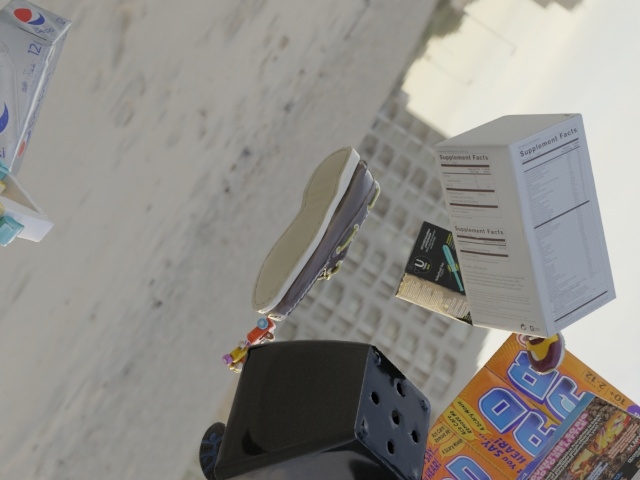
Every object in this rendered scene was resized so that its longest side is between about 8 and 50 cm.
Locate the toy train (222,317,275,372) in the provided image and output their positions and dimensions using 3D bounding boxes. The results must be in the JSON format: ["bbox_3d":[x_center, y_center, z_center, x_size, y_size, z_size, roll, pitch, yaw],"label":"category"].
[{"bbox_3d":[-0.111,0.190,2.062,0.125,0.046,0.166,-40,168,-9],"label":"toy train"}]

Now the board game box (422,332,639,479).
[{"bbox_3d":[0.417,0.464,2.446,0.356,0.356,0.356,-41,164,-38],"label":"board game box"}]

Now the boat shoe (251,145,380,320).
[{"bbox_3d":[0.000,0.000,1.795,0.116,0.097,0.324,-16,-142,46],"label":"boat shoe"}]

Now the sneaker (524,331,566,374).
[{"bbox_3d":[0.344,0.126,1.890,0.069,0.084,0.185,-30,-136,36],"label":"sneaker"}]

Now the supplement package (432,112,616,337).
[{"bbox_3d":[0.254,-0.023,1.447,0.139,0.244,0.134,-23,-163,-33],"label":"supplement package"}]

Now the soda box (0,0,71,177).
[{"bbox_3d":[-0.457,-0.201,1.696,0.098,0.091,0.286,-77,-167,-58],"label":"soda box"}]

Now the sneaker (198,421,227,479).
[{"bbox_3d":[-0.137,0.397,1.974,0.080,0.211,0.081,-44,142,15],"label":"sneaker"}]

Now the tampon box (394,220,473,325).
[{"bbox_3d":[0.236,0.062,2.155,0.101,0.161,0.120,106,7,-59],"label":"tampon box"}]

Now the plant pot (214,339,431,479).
[{"bbox_3d":[0.018,0.220,1.323,0.167,0.187,0.188,-21,-143,33],"label":"plant pot"}]

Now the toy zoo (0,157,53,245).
[{"bbox_3d":[-0.403,-0.095,1.259,0.030,0.293,0.192,-48,149,5],"label":"toy zoo"}]

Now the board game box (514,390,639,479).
[{"bbox_3d":[0.428,0.382,1.678,0.232,0.141,0.291,-50,-160,-4],"label":"board game box"}]
